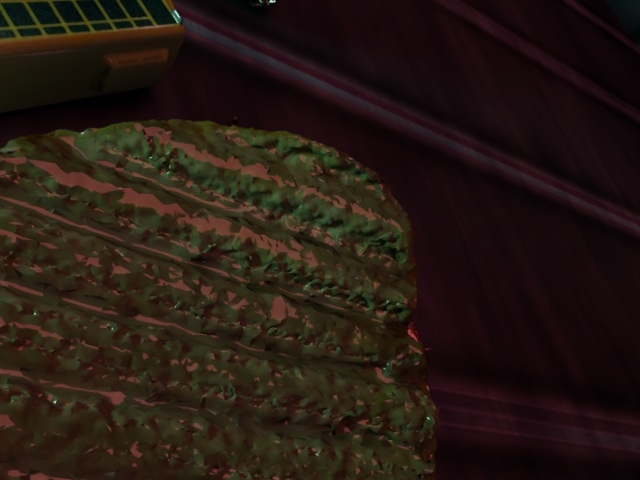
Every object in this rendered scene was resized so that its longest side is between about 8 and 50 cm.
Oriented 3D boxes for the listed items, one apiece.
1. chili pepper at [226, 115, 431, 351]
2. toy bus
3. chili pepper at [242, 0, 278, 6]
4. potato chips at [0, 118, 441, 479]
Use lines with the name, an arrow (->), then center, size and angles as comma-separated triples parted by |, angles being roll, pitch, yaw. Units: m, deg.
chili pepper -> 0.000, 0.000, 0.541 | 0.268, 0.050, 0.059 | 48, 62, -1
toy bus -> -0.198, -0.164, 0.478 | 0.175, 0.088, 0.101 | -26, 79, -44
chili pepper -> -0.110, -0.384, 0.643 | 0.148, 0.116, 0.264 | -61, 146, -29
potato chips -> -0.086, 0.068, 0.396 | 0.429, 0.070, 0.358 | 17, 59, -25
